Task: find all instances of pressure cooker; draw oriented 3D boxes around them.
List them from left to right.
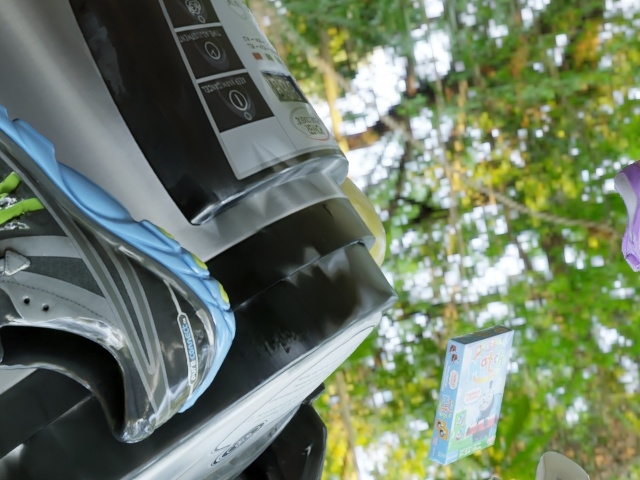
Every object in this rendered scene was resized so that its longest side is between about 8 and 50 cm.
[{"bbox_3d":[-0.164,0.030,0.693,0.370,0.420,0.375,-32,172,-26],"label":"pressure cooker"}]

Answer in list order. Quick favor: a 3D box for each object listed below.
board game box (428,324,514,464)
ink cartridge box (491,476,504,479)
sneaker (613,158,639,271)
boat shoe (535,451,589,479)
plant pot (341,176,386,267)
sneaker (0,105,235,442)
[{"bbox_3d":[0.254,0.257,2.092,0.039,0.211,0.160,17,-164,36],"label":"board game box"},{"bbox_3d":[0.214,0.317,1.176,0.175,0.127,0.072,24,-158,-8],"label":"ink cartridge box"},{"bbox_3d":[0.337,0.018,1.158,0.104,0.236,0.095,-12,-175,45],"label":"sneaker"},{"bbox_3d":[0.275,0.308,1.475,0.066,0.063,0.184,31,-162,4],"label":"boat shoe"},{"bbox_3d":[0.000,0.000,1.040,0.134,0.134,0.095,14,180,43],"label":"plant pot"},{"bbox_3d":[-0.118,0.003,0.425,0.078,0.188,0.067,-60,-169,-29],"label":"sneaker"}]
